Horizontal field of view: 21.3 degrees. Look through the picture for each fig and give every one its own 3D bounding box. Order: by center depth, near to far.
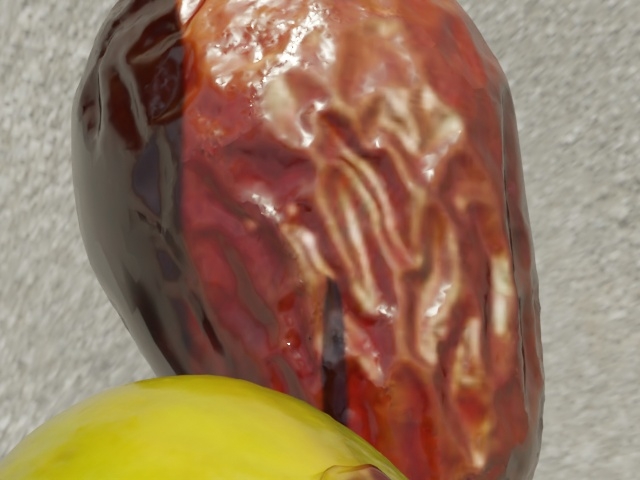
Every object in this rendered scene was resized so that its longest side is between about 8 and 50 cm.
[{"bbox_3d":[-0.029,0.099,0.454,0.153,0.121,0.136,3,35,23],"label":"fig"}]

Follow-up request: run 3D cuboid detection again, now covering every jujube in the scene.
[{"bbox_3d":[0.000,0.000,0.663,0.190,0.190,0.255,-17,71,-17],"label":"jujube"}]
